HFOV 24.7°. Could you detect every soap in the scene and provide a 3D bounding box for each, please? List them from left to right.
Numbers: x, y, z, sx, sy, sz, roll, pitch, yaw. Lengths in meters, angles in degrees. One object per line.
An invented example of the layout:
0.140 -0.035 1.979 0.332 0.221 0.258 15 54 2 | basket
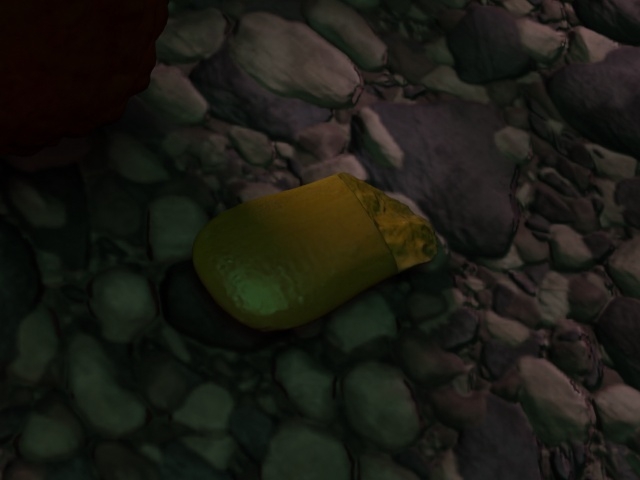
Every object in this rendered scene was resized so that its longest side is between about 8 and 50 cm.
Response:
0.000 0.000 0.899 0.168 0.033 0.089 -26 71 -32 | soap

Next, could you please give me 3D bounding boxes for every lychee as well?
-0.218 -0.185 0.820 0.300 0.255 0.255 42 47 -30 | lychee
